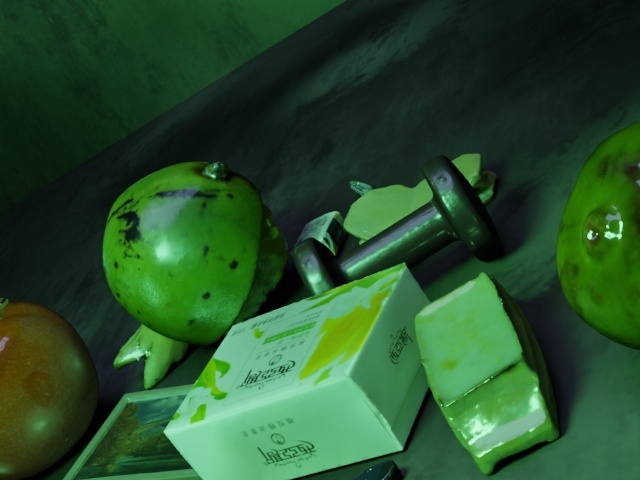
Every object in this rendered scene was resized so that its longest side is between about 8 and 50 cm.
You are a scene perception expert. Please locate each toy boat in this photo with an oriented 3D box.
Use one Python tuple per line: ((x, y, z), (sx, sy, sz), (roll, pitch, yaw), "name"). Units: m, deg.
((0.153, 0.109, 1.229), (0.111, 0.084, 0.276), (-33, 20, 13), "toy boat")

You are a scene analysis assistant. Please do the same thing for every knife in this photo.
((0.078, -0.063, 1.862), (0.184, 0.026, 0.022), (-139, 63, -68), "knife")
((0.025, 0.242, 1.227), (0.121, 0.018, 0.031), (-27, 28, 26), "knife")

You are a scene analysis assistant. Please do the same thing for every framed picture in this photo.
((-0.179, 0.233, 1.539), (0.250, 0.016, 0.184), (-10, 29, 31), "framed picture")

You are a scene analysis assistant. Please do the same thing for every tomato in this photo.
((-0.431, 0.209, 1.764), (0.256, 0.224, 0.256), (-33, 22, 15), "tomato")

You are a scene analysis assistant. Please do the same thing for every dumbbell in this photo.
((0.089, 0.010, 1.488), (0.225, 0.124, 0.140), (-32, -19, 7), "dumbbell")

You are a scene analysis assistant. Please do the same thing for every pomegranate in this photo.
((-0.189, 0.044, 1.763), (0.340, 0.260, 0.260), (-63, 15, 12), "pomegranate")

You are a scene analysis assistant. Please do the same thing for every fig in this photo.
((0.324, -0.003, 1.095), (0.225, 0.203, 0.203), (-1, 1, -30), "fig")

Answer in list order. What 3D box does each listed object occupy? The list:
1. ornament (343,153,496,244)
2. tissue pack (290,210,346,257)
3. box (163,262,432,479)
((0.125, -0.029, 1.651), (0.201, 0.059, 0.180), (-24, 25, 26), "ornament")
((0.000, 0.000, 1.809), (0.062, 0.042, 0.083), (-27, 21, 28), "tissue pack")
((-0.011, 0.151, 1.368), (0.260, 0.111, 0.194), (-20, 24, 33), "box")
